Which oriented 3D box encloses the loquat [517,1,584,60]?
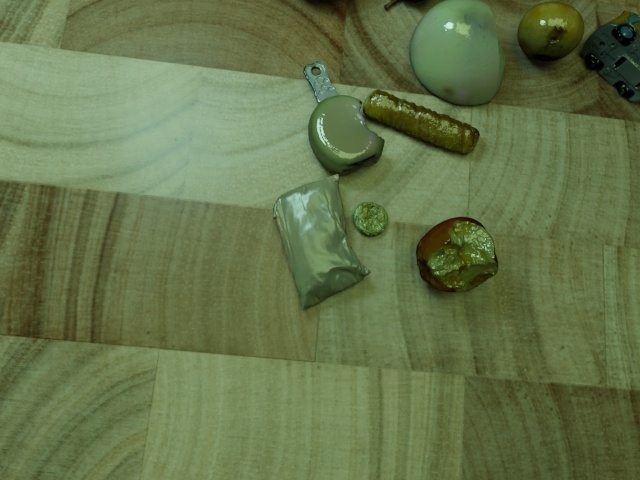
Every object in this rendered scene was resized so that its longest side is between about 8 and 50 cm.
[{"bbox_3d":[0.562,-0.511,1.242,0.163,0.163,0.137,-11,116,-7],"label":"loquat"}]

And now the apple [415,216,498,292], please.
[{"bbox_3d":[0.291,0.033,1.110,0.158,0.147,0.156,-14,113,2],"label":"apple"}]

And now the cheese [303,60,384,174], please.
[{"bbox_3d":[0.037,-0.292,1.182,0.163,0.082,0.286,-18,80,-9],"label":"cheese"}]

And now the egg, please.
[{"bbox_3d":[0.332,-0.465,1.202,0.207,0.162,0.270,-22,80,-10],"label":"egg"}]

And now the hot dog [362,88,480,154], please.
[{"bbox_3d":[0.241,-0.283,1.206,0.289,0.068,0.083,20,85,-2],"label":"hot dog"}]

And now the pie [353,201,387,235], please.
[{"bbox_3d":[0.114,-0.050,1.170,0.084,0.021,0.084,1,81,-8],"label":"pie"}]

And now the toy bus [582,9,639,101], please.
[{"bbox_3d":[0.779,-0.469,1.265,0.209,0.126,0.136,45,70,5],"label":"toy bus"}]

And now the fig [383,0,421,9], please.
[{"bbox_3d":[0.237,-0.642,1.258,0.129,0.128,0.150,11,106,-3],"label":"fig"}]

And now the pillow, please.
[{"bbox_3d":[0.000,0.000,1.126,0.173,0.067,0.270,-18,81,-3],"label":"pillow"}]
